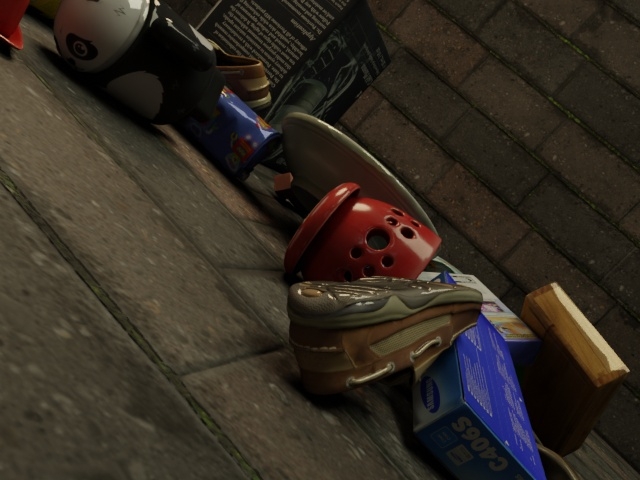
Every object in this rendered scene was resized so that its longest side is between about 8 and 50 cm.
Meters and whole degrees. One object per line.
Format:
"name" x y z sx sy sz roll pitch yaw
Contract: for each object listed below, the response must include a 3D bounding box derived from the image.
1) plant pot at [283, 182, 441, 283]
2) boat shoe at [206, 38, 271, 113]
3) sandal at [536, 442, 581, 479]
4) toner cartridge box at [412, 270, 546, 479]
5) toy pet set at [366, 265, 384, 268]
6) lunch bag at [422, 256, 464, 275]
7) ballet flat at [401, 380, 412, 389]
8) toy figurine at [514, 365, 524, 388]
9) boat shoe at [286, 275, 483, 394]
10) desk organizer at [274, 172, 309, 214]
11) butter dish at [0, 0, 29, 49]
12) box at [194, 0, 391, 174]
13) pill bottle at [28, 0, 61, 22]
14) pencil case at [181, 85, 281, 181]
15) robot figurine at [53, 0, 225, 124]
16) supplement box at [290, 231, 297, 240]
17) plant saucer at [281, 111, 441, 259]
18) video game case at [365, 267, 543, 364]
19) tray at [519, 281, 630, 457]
"plant pot" 0.055 0.023 0.934 0.174 0.191 0.191 37 7 8
"boat shoe" -0.243 -0.363 1.327 0.324 0.119 0.122 19 40 19
"sandal" 0.275 0.304 0.898 0.060 0.090 0.219 14 27 -39
"toner cartridge box" 0.202 0.188 0.865 0.165 0.075 0.348 47 20 -11
"toy pet set" 0.112 0.042 1.424 0.065 0.122 0.114 -82 152 -66
"lunch bag" 0.303 0.127 1.663 0.262 0.160 0.223 48 9 -6
"ballet flat" 0.147 0.203 0.918 0.168 0.057 0.052 37 38 -23
"toy figurine" 0.299 0.250 1.295 0.173 0.130 0.159 15 2 -15
"boat shoe" 0.080 0.104 0.718 0.123 0.116 0.324 5 2 43
"desk organizer" -0.064 -0.106 1.473 0.130 0.050 0.047 59 24 -60
"butter dish" -0.413 -0.335 0.772 0.160 0.118 0.160 36 10 -42
"box" -0.095 -0.469 1.708 0.297 0.472 0.480 46 9 12
"pill bottle" -0.462 -0.443 1.085 0.119 0.119 0.208 45 9 16
"pencil case" -0.221 -0.248 1.227 0.306 0.133 0.119 42 28 2
"robot figurine" -0.281 -0.291 1.005 0.278 0.209 0.173 35 28 -47
"supplement box" 0.000 0.000 1.128 0.056 0.083 0.083 41 7 -24
"plant saucer" 0.051 -0.073 1.235 0.400 0.100 0.400 42 -7 6
"video game case" 0.238 0.143 1.203 0.270 0.061 0.244 5 25 -24
"tray" 0.467 0.277 1.267 0.410 0.076 0.202 77 -13 -54
